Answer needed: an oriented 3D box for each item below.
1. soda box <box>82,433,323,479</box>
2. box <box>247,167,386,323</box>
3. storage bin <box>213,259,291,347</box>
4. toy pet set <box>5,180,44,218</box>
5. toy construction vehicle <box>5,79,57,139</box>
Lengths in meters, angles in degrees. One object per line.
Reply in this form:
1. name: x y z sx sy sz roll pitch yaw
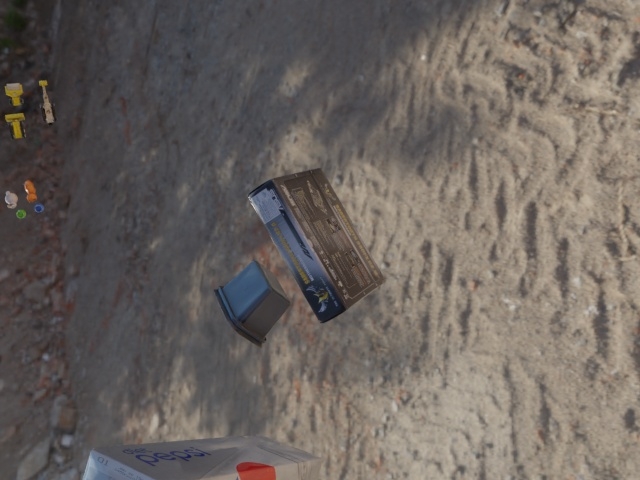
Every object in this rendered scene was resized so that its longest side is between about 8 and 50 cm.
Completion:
1. soda box: -0.111 0.262 0.714 0.098 0.286 0.091 12 85 30
2. box: 0.000 0.000 1.123 0.056 0.183 0.231 -31 88 26
3. storage bin: -0.106 0.103 1.175 0.091 0.098 0.135 -46 33 6
4. toy pet set: -0.527 -0.072 1.109 0.065 0.122 0.114 -121 12 -71
5. toy construction vehicle: -0.525 -0.236 1.259 0.035 0.085 0.098 -170 68 -72
